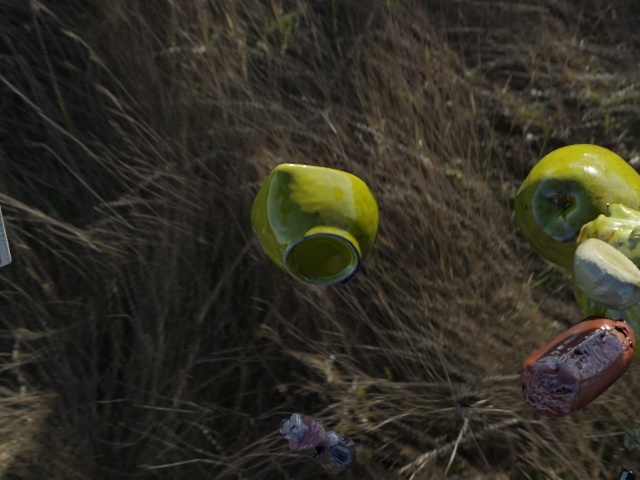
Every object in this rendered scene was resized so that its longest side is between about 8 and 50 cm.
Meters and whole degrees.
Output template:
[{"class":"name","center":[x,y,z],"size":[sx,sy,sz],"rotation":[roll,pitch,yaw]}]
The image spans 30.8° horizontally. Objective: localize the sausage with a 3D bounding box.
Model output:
[{"class":"sausage","center":[0.258,0.123,1.156],"size":[0.141,0.076,0.076],"rotation":[-31,77,-34]}]

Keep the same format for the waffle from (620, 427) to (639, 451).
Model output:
[{"class":"waffle","center":[0.401,0.250,1.258],"size":[0.097,0.153,0.023],"rotation":[-10,122,-9]}]

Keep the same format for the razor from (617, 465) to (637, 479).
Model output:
[{"class":"razor","center":[0.490,0.333,1.472],"size":[0.253,0.042,0.082],"rotation":[9,113,-3]}]

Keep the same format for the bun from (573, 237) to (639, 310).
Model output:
[{"class":"bun","center":[0.294,0.040,1.201],"size":[0.086,0.086,0.055],"rotation":[37,109,10]}]

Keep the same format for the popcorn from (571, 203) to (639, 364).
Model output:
[{"class":"popcorn","center":[0.391,0.052,1.335],"size":[0.183,0.221,0.204],"rotation":[-25,123,-26]}]

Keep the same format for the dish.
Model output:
[{"class":"dish","center":[0.000,0.000,1.344],"size":[0.148,0.208,0.080],"rotation":[-22,47,16]}]

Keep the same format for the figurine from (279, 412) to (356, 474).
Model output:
[{"class":"figurine","center":[-0.005,0.304,1.707],"size":[0.129,0.054,0.072],"rotation":[32,119,-29]}]

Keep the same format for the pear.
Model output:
[{"class":"pear","center":[0.379,-0.044,1.677],"size":[0.198,0.198,0.198],"rotation":[-1,82,7]}]

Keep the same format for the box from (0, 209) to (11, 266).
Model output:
[{"class":"box","center":[-0.440,-0.006,0.982],"size":[0.330,0.210,0.095],"rotation":[-22,63,-20]}]
